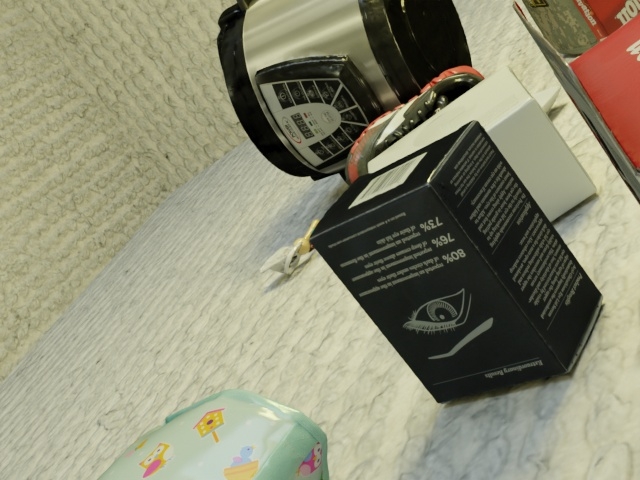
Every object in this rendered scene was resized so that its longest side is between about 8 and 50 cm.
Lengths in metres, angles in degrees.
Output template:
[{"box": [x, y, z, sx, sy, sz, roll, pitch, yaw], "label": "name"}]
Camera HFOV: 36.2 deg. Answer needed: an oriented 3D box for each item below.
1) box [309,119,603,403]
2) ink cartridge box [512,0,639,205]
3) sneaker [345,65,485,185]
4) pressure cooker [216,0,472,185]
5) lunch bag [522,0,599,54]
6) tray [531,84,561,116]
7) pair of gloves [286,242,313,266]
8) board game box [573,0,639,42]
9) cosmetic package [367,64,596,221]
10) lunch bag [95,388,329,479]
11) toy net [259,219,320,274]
[{"box": [0.120, 0.025, 0.861, 0.153, 0.207, 0.108, -23, 20, 45], "label": "box"}, {"box": [0.265, -0.070, 0.654, 0.130, 0.272, 0.309, -35, 14, 15], "label": "ink cartridge box"}, {"box": [0.154, -0.172, 1.521, 0.276, 0.097, 0.135, -37, 11, 1], "label": "sneaker"}, {"box": [0.026, -0.308, 1.786, 0.420, 0.369, 0.375, -17, -17, 31], "label": "pressure cooker"}, {"box": [0.406, -0.450, 1.612, 0.169, 0.235, 0.287, -24, 18, 30], "label": "lunch bag"}, {"box": [0.244, -0.150, 1.494, 0.145, 0.030, 0.270, -46, 15, -30], "label": "tray"}, {"box": [-0.037, 0.018, 1.720, 0.083, 0.010, 0.074, -36, 13, 8], "label": "pair of gloves"}, {"box": [0.484, -0.416, 1.492, 0.281, 0.145, 0.027, -45, 18, -25], "label": "board game box"}, {"box": [0.183, -0.076, 1.178, 0.224, 0.138, 0.224, -35, 13, 14], "label": "cosmetic package"}, {"box": [-0.114, 0.253, 0.842, 0.223, 0.160, 0.262, -46, 10, -32], "label": "lunch bag"}, {"box": [0.000, 0.000, 1.619, 0.232, 0.045, 0.122, -38, 15, 10], "label": "toy net"}]
